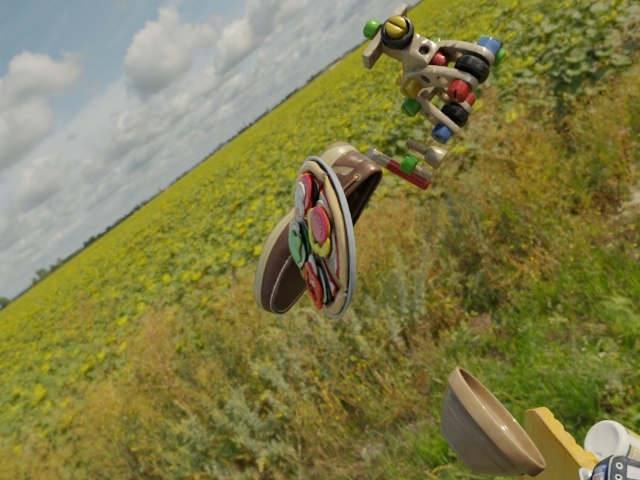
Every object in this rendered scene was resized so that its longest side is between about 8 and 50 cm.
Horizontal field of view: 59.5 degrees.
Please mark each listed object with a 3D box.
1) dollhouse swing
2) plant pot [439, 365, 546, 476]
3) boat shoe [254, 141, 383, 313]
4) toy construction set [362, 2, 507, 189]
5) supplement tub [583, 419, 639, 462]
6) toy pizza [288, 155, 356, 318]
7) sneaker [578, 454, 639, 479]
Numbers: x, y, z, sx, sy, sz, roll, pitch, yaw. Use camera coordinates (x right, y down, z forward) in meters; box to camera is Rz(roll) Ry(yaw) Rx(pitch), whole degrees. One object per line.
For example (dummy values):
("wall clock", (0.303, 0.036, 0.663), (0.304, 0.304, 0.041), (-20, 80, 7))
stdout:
("dollhouse swing", (0.598, 0.529, 1.148), (0.315, 0.305, 0.347), (2, 21, -12))
("plant pot", (0.310, 0.370, 1.087), (0.110, 0.237, 0.237), (-44, 12, 10))
("boat shoe", (0.000, 0.000, 0.990), (0.123, 0.123, 0.342), (37, 102, 34))
("toy construction set", (0.168, -0.281, 1.047), (0.308, 0.237, 0.257), (-63, -10, 18))
("supplement tub", (0.906, 0.639, 1.657), (0.144, 0.200, 0.144), (-54, 13, 18))
("toy pizza", (-0.007, -0.002, 0.687), (0.032, 0.201, 0.201), (-9, 6, -17))
("sneaker", (0.369, 0.387, 0.753), (0.282, 0.153, 0.099), (-6, -31, -22))
